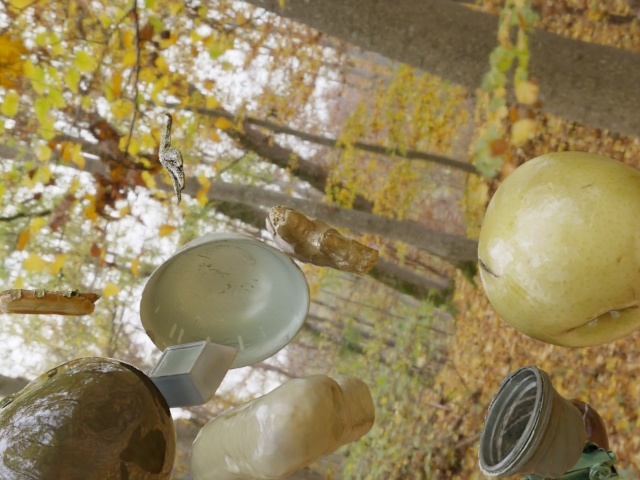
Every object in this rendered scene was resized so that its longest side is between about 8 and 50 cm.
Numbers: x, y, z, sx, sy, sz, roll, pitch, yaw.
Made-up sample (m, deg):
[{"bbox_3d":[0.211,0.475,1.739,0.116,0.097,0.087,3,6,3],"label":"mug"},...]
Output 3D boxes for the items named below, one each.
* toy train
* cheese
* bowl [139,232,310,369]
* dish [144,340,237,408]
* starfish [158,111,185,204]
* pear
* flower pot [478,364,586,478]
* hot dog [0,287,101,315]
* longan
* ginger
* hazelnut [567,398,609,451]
[{"bbox_3d":[0.520,0.498,1.515,0.083,0.200,0.132,-97,-12,-57],"label":"toy train"},{"bbox_3d":[-0.099,0.319,1.177,0.129,0.329,0.351,71,-165,13],"label":"cheese"},{"bbox_3d":[-0.258,0.122,1.937,0.196,0.435,0.434,-110,22,-54],"label":"bowl"},{"bbox_3d":[-0.300,0.272,1.517,0.064,0.234,0.154,57,-143,-26],"label":"dish"},{"bbox_3d":[-0.333,-0.176,1.631,0.223,0.050,0.216,-122,20,-60],"label":"starfish"},{"bbox_3d":[0.388,0.009,1.115,0.309,0.309,0.309,15,-90,-77],"label":"pear"},{"bbox_3d":[0.418,0.371,1.414,0.235,0.141,0.235,-61,6,10],"label":"flower pot"},{"bbox_3d":[-0.720,0.161,1.930,0.109,0.270,0.072,-173,86,-69],"label":"hot dog"},{"bbox_3d":[-0.429,0.372,1.296,0.361,0.361,0.360,15,-90,-77],"label":"longan"},{"bbox_3d":[-0.011,-0.020,1.963,0.166,0.376,0.236,-47,-62,-33],"label":"ginger"},{"bbox_3d":[0.701,0.549,2.034,0.229,0.230,0.229,15,-90,-77],"label":"hazelnut"}]
